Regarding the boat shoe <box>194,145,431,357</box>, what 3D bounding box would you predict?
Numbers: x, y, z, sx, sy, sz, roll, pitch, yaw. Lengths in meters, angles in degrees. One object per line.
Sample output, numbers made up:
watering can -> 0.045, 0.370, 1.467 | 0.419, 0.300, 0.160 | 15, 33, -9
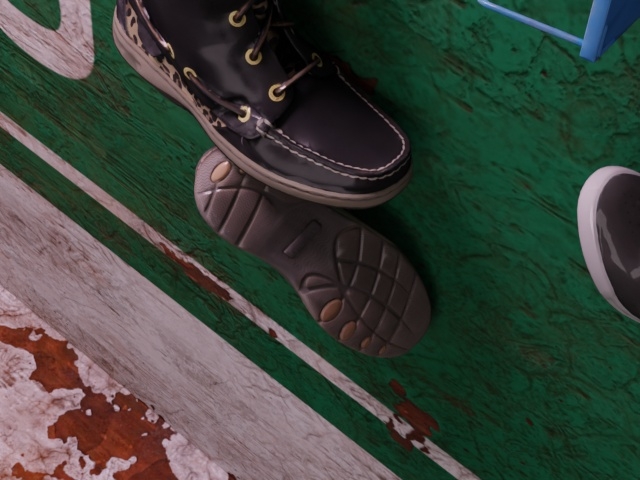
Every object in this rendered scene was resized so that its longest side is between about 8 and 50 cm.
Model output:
boat shoe -> 0.000, 0.000, 0.981 | 0.355, 0.132, 0.130 | 45, -170, -25

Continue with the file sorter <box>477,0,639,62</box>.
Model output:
file sorter -> 0.171, -0.226, 0.517 | 0.104, 0.118, 0.170 | 31, 146, 25

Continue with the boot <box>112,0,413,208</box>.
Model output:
boot -> -0.055, -0.218, 0.774 | 0.377, 0.138, 0.284 | 39, 148, 18

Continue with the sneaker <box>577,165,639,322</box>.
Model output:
sneaker -> 0.326, 0.054, 0.652 | 0.296, 0.104, 0.147 | 49, 165, -20
